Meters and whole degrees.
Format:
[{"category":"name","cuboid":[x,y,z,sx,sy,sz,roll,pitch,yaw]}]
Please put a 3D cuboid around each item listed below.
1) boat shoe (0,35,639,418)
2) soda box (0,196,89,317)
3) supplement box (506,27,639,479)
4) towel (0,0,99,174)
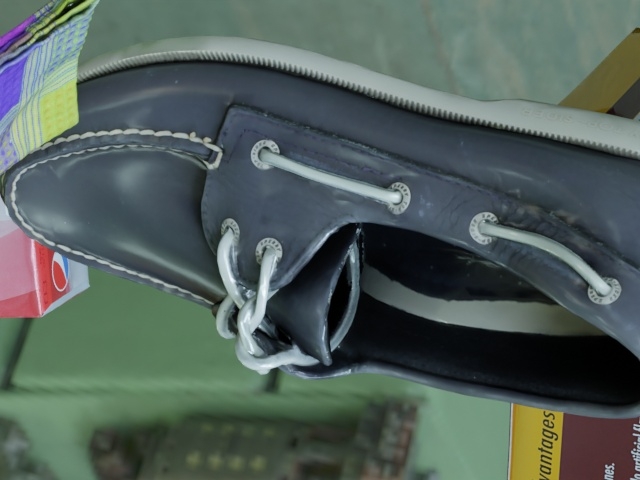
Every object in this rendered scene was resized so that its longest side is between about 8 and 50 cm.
[{"category":"boat shoe","cuboid":[0.000,0.000,0.459,0.206,0.065,0.075,8,136,22]},{"category":"soda box","cuboid":[-0.273,-0.004,1.075,0.263,0.083,0.092,-2,101,13]},{"category":"supplement box","cuboid":[0.183,0.040,0.687,0.194,0.129,0.191,12,117,23]},{"category":"towel","cuboid":[-0.080,-0.019,0.406,0.009,0.083,0.060,41,148,9]}]
